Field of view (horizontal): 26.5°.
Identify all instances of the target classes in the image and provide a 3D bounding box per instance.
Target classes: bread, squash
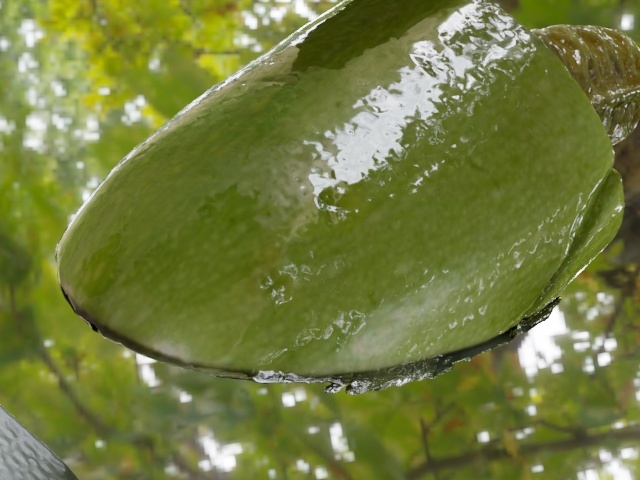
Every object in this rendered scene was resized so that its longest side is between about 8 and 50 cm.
[{"bbox_3d":[0.288,-0.169,1.547,0.130,0.267,0.152,25,-68,26],"label":"bread"},{"bbox_3d":[0.000,0.000,0.808,0.233,0.309,0.210,31,-30,29],"label":"squash"}]

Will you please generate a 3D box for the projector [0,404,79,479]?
[{"bbox_3d":[-0.308,0.185,0.999,0.250,0.108,0.198,40,-48,11],"label":"projector"}]
